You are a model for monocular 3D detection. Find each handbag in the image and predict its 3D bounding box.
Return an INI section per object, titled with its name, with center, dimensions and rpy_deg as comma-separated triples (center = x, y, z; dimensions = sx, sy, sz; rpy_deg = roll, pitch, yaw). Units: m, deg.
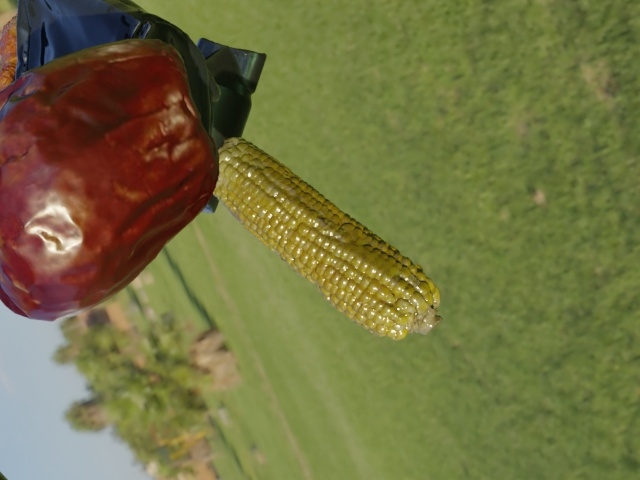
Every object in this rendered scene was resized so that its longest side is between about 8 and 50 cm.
[handbag]
center = -0.241, -0.200, 1.609
dimensions = 0.302, 0.178, 0.275
rpy_deg = 34, 119, 42

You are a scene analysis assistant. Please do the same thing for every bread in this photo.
[bread]
center = -0.399, -0.237, 1.874
dimensions = 0.139, 0.095, 0.269
rpy_deg = 43, -147, -31

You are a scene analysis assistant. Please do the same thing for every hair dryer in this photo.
[hair dryer]
center = -0.121, -0.138, 1.984
dimensions = 0.116, 0.244, 0.302
rpy_deg = 14, 167, 32

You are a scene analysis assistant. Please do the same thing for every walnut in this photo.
[walnut]
center = -0.221, -0.053, 1.291
dimensions = 0.222, 0.269, 0.244
rpy_deg = 52, 155, 17

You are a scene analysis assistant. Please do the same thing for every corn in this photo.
[corn]
center = 0.000, 0.000, 1.473
dimensions = 0.320, 0.097, 0.097
rpy_deg = 39, 164, 12

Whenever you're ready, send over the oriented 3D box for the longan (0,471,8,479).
[longan]
center = -0.353, 0.270, 1.285
dimensions = 0.155, 0.176, 0.145
rpy_deg = -58, -43, -68
